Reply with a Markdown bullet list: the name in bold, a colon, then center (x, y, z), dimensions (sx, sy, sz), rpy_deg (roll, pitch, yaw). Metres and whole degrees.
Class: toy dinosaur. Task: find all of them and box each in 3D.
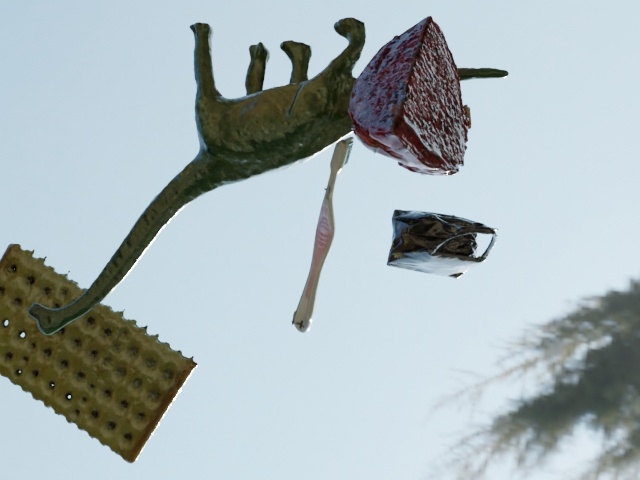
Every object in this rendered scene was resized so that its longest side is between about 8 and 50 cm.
- **toy dinosaur**: center (-0.054, -0.057, 1.364), dimensions (0.087, 0.447, 0.300), rpy_deg (52, -140, -67)

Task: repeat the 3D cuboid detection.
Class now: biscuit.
- **biscuit**: center (-0.254, 0.114, 1.495), dimensions (0.231, 0.016, 0.139), rpy_deg (34, -76, 6)

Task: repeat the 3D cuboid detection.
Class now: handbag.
- **handbag**: center (0.160, -0.005, 1.744), dimensions (0.115, 0.139, 0.072), rpy_deg (12, -105, -29)

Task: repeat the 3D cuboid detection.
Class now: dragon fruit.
- **dragon fruit**: center (0.078, -0.105, 1.288), dimensions (0.106, 0.083, 0.162), rpy_deg (49, -144, -32)

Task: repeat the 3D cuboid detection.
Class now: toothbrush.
- **toothbrush**: center (0.000, 0.000, 1.203), dimensions (0.022, 0.017, 0.204), rpy_deg (-32, -34, -44)
